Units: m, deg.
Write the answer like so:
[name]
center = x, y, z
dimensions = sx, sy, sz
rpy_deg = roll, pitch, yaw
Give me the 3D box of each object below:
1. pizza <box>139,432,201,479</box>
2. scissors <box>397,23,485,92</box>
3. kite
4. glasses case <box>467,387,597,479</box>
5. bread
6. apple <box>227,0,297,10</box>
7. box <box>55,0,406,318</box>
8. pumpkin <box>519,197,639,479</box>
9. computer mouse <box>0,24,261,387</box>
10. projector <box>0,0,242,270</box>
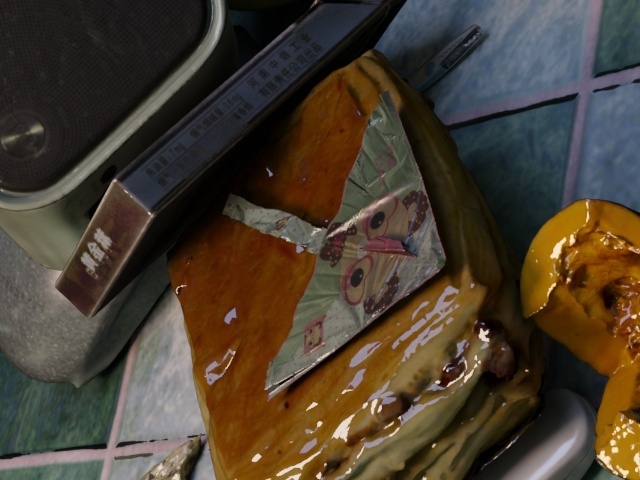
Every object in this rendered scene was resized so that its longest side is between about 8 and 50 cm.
[pizza]
center = -0.161, 0.270, 1.608
dimensions = 0.262, 0.034, 0.181
rpy_deg = -45, 40, 23
[scissors]
center = 0.089, -0.135, 1.567
dimensions = 0.119, 0.014, 0.058
rpy_deg = -40, 47, 33
[kite]
center = 0.001, 0.001, 1.318
dimensions = 0.250, 0.012, 0.229
rpy_deg = 14, 78, 54
[glasses case]
center = 0.128, 0.170, 1.316
dimensions = 0.164, 0.041, 0.063
rpy_deg = -50, 38, 16
[bread]
center = 0.039, 0.056, 1.386
dimensions = 0.277, 0.167, 0.324
rpy_deg = -46, 41, 22
[apple]
center = -0.069, -0.334, 1.704
dimensions = 0.279, 0.279, 0.279
rpy_deg = -28, 50, 38
[box]
center = -0.064, -0.084, 1.500
dimensions = 0.325, 0.047, 0.180
rpy_deg = -45, -4, -34
[pumpkin]
center = 0.214, 0.064, 1.223
dimensions = 0.119, 0.107, 0.183
rpy_deg = -39, 59, 34
[computer mouse]
center = -0.189, -0.044, 1.737
dimensions = 0.203, 0.114, 0.374
rpy_deg = 33, 96, 39
[projector]
center = -0.213, -0.143, 1.558
dimensions = 0.248, 0.249, 0.248
rpy_deg = 44, 83, 10
